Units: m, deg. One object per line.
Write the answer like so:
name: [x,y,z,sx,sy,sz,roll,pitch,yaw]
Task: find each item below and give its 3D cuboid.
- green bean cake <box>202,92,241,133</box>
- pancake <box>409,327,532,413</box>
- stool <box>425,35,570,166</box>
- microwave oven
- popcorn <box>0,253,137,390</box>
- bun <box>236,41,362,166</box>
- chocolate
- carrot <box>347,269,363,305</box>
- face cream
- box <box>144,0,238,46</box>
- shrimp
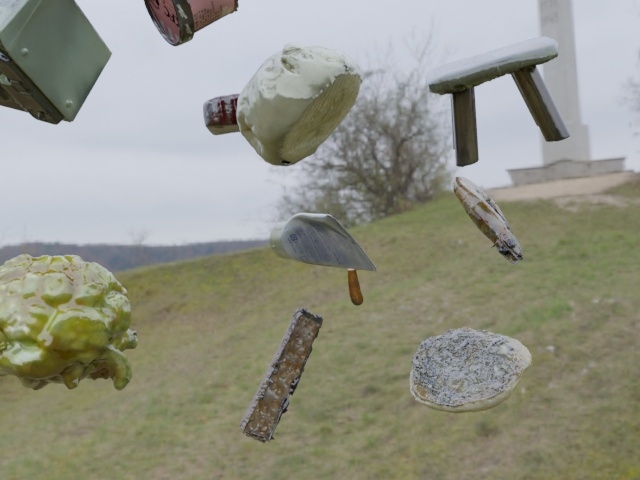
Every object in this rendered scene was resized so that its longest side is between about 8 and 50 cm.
green bean cake: [-0.220,-0.369,2.244,0.232,0.097,0.198,-7,1,2]
pancake: [0.309,0.268,1.648,0.282,0.049,0.282,-16,22,7]
stool: [0.426,-0.340,1.877,0.310,0.226,0.310,-14,16,13]
microwave oven: [-0.753,-0.465,1.788,0.394,0.247,0.333,15,-23,22]
popcorn: [-0.520,0.160,1.561,0.335,0.279,0.274,-11,36,-29]
bun: [-0.067,-0.362,1.981,0.359,0.211,0.360,-43,-14,-13]
chocolate: [-0.094,0.313,1.849,0.065,0.329,0.102,13,-18,42]
carrot: [0.080,0.109,1.832,0.032,0.093,0.032,-10,17,3]
face cream: [0.000,0.000,1.216,0.070,0.114,0.224,-48,21,-20]
box: [-0.226,-0.437,1.365,0.135,0.151,0.151,-30,8,-20]
shrimp: [0.399,-0.042,1.774,0.169,0.296,0.058,17,-57,-40]
